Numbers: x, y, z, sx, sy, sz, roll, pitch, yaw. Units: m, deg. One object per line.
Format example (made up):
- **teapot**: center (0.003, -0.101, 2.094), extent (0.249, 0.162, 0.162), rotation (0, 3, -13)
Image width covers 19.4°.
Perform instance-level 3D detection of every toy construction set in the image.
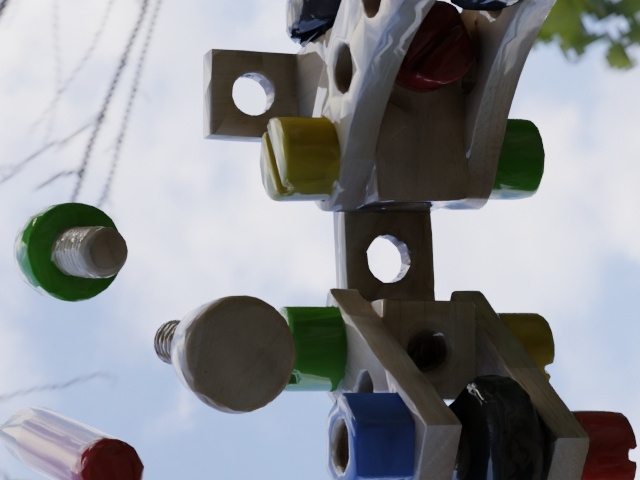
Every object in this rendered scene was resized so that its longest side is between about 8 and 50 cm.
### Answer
- **toy construction set**: center (0.000, 0.000, 0.767), extent (0.309, 0.237, 0.257), rotation (-27, -80, -21)
